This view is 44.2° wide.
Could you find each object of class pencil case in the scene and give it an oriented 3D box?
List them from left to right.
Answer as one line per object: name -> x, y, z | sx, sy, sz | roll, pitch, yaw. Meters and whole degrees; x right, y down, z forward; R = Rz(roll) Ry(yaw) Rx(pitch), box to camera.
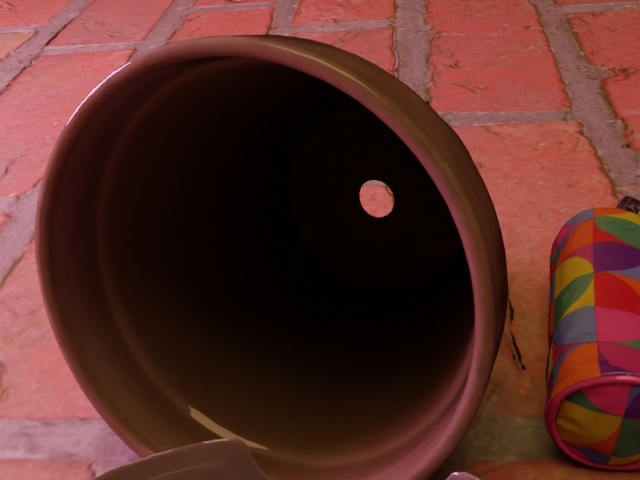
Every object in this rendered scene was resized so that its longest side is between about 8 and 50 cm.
pencil case -> 0.231, 0.065, 0.621 | 0.104, 0.104, 0.236 | 5, 37, 17

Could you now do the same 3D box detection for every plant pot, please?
plant pot -> 0.000, 0.000, 0.611 | 0.323, 0.323, 0.280 | 9, 19, 21

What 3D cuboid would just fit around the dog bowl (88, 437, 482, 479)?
dog bowl -> -0.020, 0.236, 0.354 | 0.348, 0.102, 0.349 | 0, 25, 0
